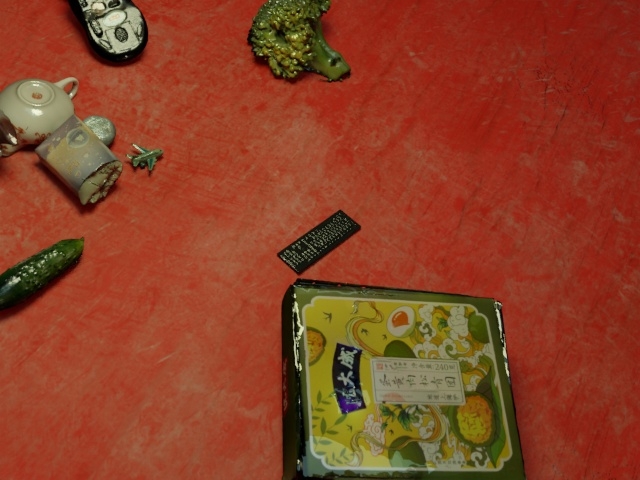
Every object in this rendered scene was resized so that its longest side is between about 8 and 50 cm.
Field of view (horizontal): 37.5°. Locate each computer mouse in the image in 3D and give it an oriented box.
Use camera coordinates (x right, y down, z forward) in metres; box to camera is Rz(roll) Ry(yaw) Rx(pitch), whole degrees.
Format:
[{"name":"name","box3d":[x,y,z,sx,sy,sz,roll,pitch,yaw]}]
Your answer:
[{"name":"computer mouse","box3d":[-0.486,-0.514,2.150,0.137,0.096,0.233,-25,93,-23]}]

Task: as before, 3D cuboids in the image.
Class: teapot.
[{"name":"teapot","box3d":[-0.585,-0.276,1.960,0.159,0.116,0.245,29,43,20]}]

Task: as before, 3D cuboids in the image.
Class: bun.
[{"name":"bun","box3d":[-0.469,-0.226,1.984,0.083,0.045,0.083,8,48,-9]}]

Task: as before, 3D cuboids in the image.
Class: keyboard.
[{"name":"keyboard","box3d":[0.000,0.000,1.976,0.067,0.011,0.202,41,52,17]}]

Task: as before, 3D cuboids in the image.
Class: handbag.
[{"name":"handbag","box3d":[-0.478,-0.155,1.897,0.117,0.095,0.173,-44,71,-5]}]

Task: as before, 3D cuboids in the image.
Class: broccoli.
[{"name":"broccoli","box3d":[-0.033,-0.509,2.255,0.273,0.180,0.242,28,49,5]}]

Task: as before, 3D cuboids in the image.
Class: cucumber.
[{"name":"cucumber","box3d":[-0.519,0.055,1.735,0.069,0.069,0.227,39,50,14]}]

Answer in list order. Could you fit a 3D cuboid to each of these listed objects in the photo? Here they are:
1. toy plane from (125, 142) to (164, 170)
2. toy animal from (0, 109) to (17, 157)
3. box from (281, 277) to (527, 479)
[{"name":"toy plane","box3d":[-0.368,-0.175,1.986,0.083,0.033,0.080,-18,59,-37]},{"name":"toy animal","box3d":[-0.696,-0.237,1.866,0.195,0.090,0.324,-18,56,2]},{"name":"box","box3d":[0.139,0.275,1.702,0.420,0.138,0.373,5,58,-12]}]
